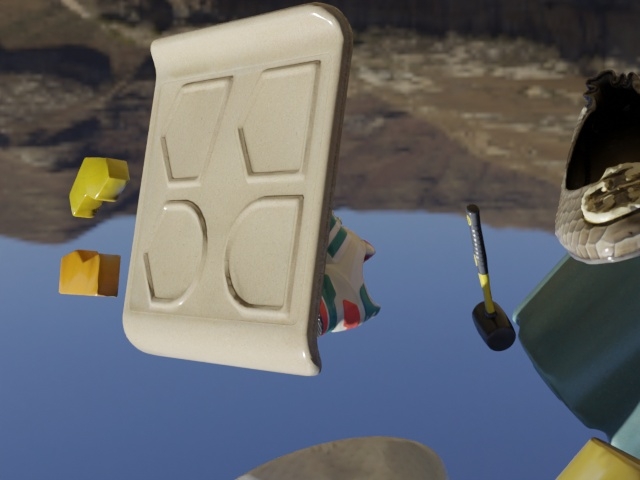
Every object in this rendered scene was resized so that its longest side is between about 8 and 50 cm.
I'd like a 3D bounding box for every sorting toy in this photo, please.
[{"bbox_3d":[-0.087,-0.031,0.836,0.041,0.229,0.307,6,176,-40],"label":"sorting toy"}]

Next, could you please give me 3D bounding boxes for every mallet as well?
[{"bbox_3d":[0.188,0.046,1.347,0.039,0.189,0.062,-18,-139,-4],"label":"mallet"}]

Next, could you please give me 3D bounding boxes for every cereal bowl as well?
[{"bbox_3d":[0.013,0.381,1.418,0.339,0.339,0.141,-3,-131,-22],"label":"cereal bowl"}]

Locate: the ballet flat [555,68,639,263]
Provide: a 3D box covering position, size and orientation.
[{"bbox_3d":[0.178,-0.053,0.706,0.084,0.058,0.250,-15,-162,21],"label":"ballet flat"}]

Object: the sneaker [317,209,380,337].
[{"bbox_3d":[0.000,0.000,0.971,0.075,0.161,0.057,-8,159,-28],"label":"sneaker"}]

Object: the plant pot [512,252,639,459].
[{"bbox_3d":[0.438,0.072,1.455,0.334,0.341,0.341,-44,171,19],"label":"plant pot"}]

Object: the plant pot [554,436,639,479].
[{"bbox_3d":[0.281,0.335,1.162,0.254,0.239,0.254,29,179,0],"label":"plant pot"}]
